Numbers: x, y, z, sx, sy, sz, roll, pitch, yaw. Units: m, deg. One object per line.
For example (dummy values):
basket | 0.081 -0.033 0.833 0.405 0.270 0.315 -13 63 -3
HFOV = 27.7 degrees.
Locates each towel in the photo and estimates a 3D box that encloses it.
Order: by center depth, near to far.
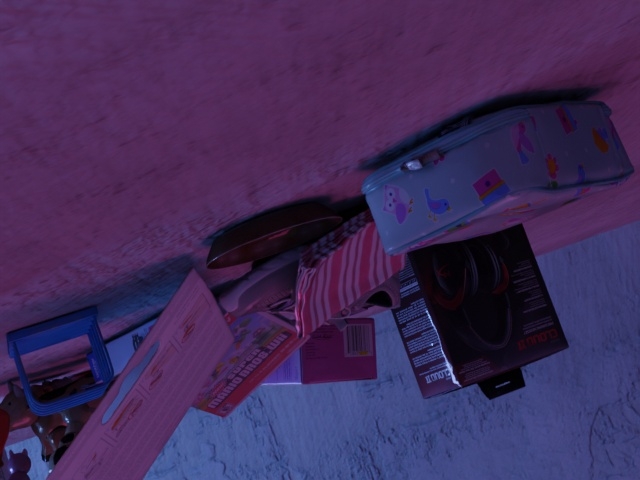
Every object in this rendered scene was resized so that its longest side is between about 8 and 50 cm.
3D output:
towel | 0.046 0.028 1.598 0.197 0.029 0.144 -33 147 -30

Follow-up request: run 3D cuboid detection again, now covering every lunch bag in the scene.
lunch bag | 0.185 -0.068 1.402 0.224 0.108 0.279 -22 172 40

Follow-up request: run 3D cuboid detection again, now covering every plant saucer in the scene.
plant saucer | -0.058 -0.008 1.508 0.168 0.029 0.168 -19 172 -3

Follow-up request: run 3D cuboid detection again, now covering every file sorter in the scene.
file sorter | -0.344 0.166 1.724 0.118 0.104 0.170 -17 173 -16

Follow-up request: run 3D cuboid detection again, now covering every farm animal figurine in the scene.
farm animal figurine | -0.448 0.310 2.173 0.330 0.172 0.327 6 -158 36

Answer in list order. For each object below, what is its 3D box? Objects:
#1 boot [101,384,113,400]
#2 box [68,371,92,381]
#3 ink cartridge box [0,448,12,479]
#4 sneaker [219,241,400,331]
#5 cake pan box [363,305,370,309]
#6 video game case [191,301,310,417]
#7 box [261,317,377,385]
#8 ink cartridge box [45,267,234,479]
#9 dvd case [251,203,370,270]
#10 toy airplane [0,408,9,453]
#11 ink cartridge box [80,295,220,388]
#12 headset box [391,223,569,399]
boot | -0.275 0.262 2.213 0.236 0.089 0.269 -19 174 -20
box | -0.410 0.314 2.539 0.257 0.122 0.128 -13 170 -44
ink cartridge box | -0.699 0.399 2.200 0.069 0.175 0.371 -25 171 38
sneaker | 0.002 0.064 1.671 0.281 0.115 0.105 -14 171 -35
cake pan box | 0.113 0.080 2.443 0.246 0.070 0.267 -18 173 6
video game case | -0.143 0.184 2.034 0.204 0.025 0.285 -44 154 5
box | -0.055 0.205 2.384 0.243 0.117 0.213 -8 173 40
ink cartridge box | -0.248 0.191 1.682 0.308 0.091 0.385 -56 167 -13
dvd case | 0.000 0.000 1.743 0.180 0.022 0.253 -18 173 -9
toy airplane | -0.496 0.248 1.273 0.384 0.272 0.386 -18 173 -13
ink cartridge box | -0.247 0.161 2.100 0.186 0.065 0.311 -14 169 -43
headset box | 0.225 0.092 1.942 0.218 0.293 0.110 -14 171 -31
